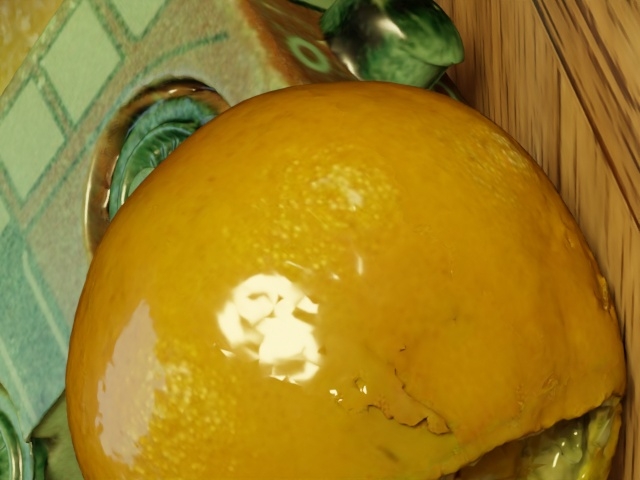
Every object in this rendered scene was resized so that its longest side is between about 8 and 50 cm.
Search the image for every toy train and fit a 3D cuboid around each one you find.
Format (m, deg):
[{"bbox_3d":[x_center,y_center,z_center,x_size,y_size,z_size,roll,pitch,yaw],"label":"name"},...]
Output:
[{"bbox_3d":[-0.070,0.012,0.587,0.326,0.129,0.159,-51,56,27],"label":"toy train"}]

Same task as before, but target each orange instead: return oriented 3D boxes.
[{"bbox_3d":[0.010,0.034,0.398,0.134,0.155,0.154,27,142,33],"label":"orange"}]

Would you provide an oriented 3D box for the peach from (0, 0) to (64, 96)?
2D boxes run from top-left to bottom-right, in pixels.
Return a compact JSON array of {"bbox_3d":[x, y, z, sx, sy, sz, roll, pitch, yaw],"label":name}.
[{"bbox_3d":[-0.057,0.034,0.814,0.306,0.242,0.380,-13,74,47],"label":"peach"}]
